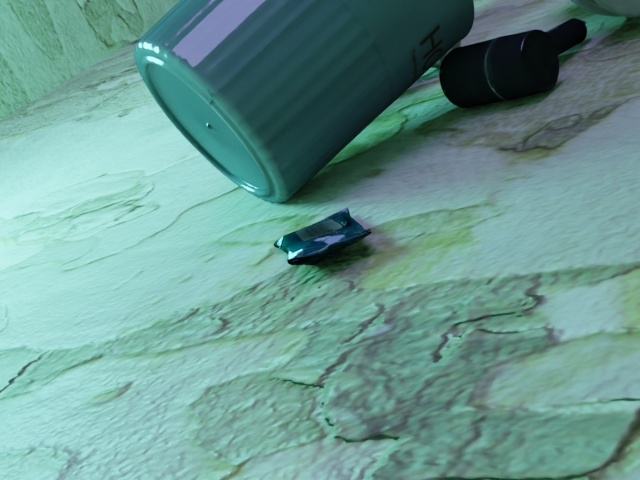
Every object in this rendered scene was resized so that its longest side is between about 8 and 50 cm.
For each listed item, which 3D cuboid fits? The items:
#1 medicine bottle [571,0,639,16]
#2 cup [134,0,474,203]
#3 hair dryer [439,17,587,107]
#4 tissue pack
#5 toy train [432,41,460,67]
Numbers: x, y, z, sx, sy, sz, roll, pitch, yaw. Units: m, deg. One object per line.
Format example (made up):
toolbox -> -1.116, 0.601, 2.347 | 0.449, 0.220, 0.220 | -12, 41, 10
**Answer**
medicine bottle -> 0.358, -0.365, 1.374 | 0.170, 0.170, 0.293 | -22, 20, 10
cup -> -0.041, -0.234, 1.305 | 0.311, 0.257, 0.331 | -45, 28, -14
hair dryer -> 0.246, -0.221, 1.301 | 0.124, 0.072, 0.219 | -3, 22, 48
tissue pack -> 0.000, 0.000, 1.072 | 0.085, 0.028, 0.138 | -23, 14, -3
toy train -> 0.098, -0.300, 1.515 | 0.194, 0.125, 0.081 | 5, 13, 18
